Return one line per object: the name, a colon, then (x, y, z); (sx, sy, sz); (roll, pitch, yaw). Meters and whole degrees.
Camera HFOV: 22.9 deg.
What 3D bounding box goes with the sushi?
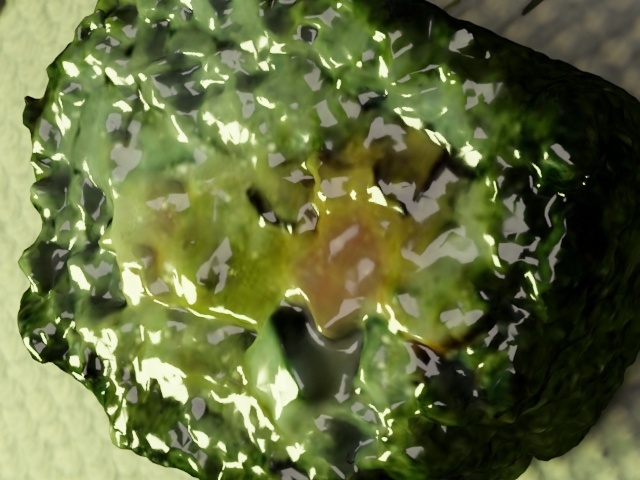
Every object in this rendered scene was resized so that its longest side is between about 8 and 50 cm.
sushi: (0.000, 0.000, 0.871); (0.352, 0.178, 0.294); (24, 100, 31)
